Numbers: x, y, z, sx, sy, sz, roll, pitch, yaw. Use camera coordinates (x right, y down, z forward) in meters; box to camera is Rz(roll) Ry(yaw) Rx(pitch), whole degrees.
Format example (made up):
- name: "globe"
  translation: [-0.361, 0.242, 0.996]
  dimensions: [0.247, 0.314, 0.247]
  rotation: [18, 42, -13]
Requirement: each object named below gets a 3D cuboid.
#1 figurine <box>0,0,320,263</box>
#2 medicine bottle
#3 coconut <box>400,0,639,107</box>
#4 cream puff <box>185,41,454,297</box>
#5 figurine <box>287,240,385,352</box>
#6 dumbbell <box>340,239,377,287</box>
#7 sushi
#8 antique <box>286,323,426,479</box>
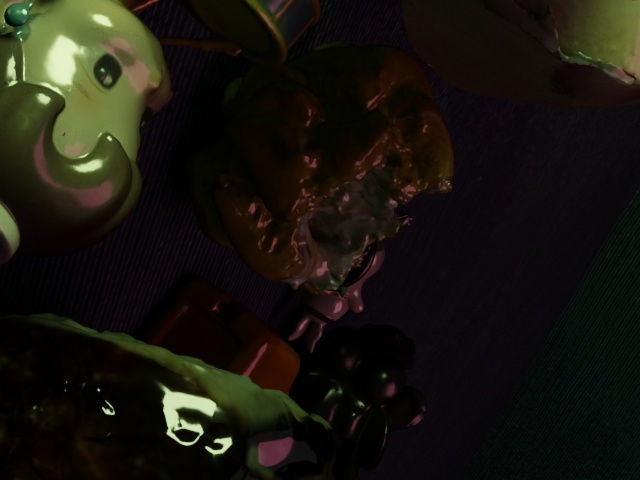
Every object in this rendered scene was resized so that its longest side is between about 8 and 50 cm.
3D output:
- name: "figurine"
  translation: [-0.133, -0.082, 0.689]
  dimensions: [0.275, 0.158, 0.161]
  rotation: [-52, 153, -7]
- name: "medicine bottle"
  translation: [-0.103, 0.138, 1.250]
  dimensions: [0.149, 0.112, 0.222]
  rotation: [-52, 162, -6]
- name: "coconut"
  translation: [0.201, -0.236, 0.988]
  dimensions: [0.323, 0.323, 0.323]
  rotation: [-46, 161, -21]
- name: "cream puff"
  translation: [-0.013, -0.070, 1.025]
  dimensions: [0.221, 0.195, 0.194]
  rotation: [-48, 166, 26]
- name: "figurine"
  translation: [0.022, 0.052, 1.454]
  dimensions: [0.098, 0.081, 0.146]
  rotation: [-23, 145, -58]
- name: "dumbbell"
  translation: [0.000, 0.000, 1.272]
  dimensions: [0.099, 0.099, 0.208]
  rotation: [-55, 163, 6]
- name: "sushi"
  translation: [-0.165, 0.214, 0.903]
  dimensions: [0.281, 0.299, 0.294]
  rotation: [33, 76, -49]
- name: "antique"
  translation: [0.001, 0.233, 1.576]
  dimensions: [0.322, 0.185, 0.255]
  rotation: [-48, 163, -4]
